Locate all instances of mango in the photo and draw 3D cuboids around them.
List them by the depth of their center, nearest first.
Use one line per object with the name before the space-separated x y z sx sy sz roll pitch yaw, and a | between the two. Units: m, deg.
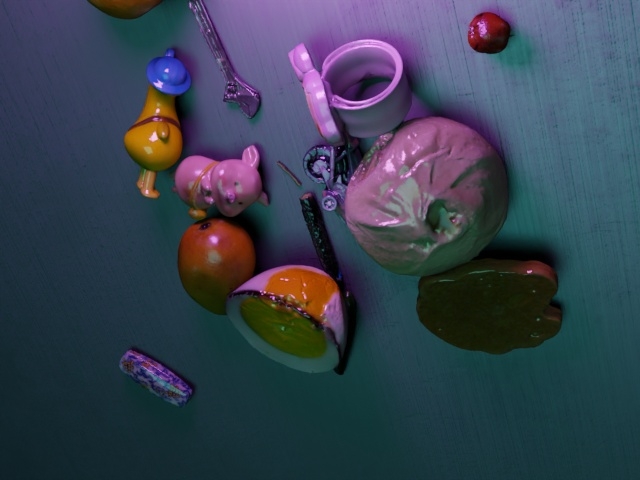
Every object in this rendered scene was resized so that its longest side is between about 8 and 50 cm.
mango | -0.274 0.073 2.029 0.212 0.173 0.317 18 134 11

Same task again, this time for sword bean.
sword bean | -0.078 -0.166 1.903 0.083 0.012 0.012 46 124 -4

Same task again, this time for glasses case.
glasses case | -0.511 0.429 2.383 0.248 0.065 0.086 31 122 6

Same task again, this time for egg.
egg | -0.056 0.179 1.969 0.337 0.201 0.337 23 143 19

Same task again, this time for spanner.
spanner | -0.233 -0.436 1.811 0.093 0.026 0.325 -15 109 28

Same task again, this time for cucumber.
cucumber | 0.000 0.000 1.944 0.044 0.043 0.256 -6 115 31
cucumber | 0.063 0.256 2.054 0.056 0.056 0.284 15 123 15

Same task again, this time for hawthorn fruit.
hawthorn fruit | 0.344 -0.418 1.547 0.093 0.093 0.093 10 121 18

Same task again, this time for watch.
watch | 0.076 -0.327 1.650 0.218 0.248 0.210 -22 143 5

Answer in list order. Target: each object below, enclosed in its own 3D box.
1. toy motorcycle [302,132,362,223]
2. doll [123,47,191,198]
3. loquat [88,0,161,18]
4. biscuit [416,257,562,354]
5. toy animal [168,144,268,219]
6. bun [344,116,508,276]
toy motorcycle | 0.095 -0.118 1.807 0.173 0.108 0.307 -33 100 24
doll | -0.404 -0.292 1.891 0.145 0.199 0.362 5 108 -29
loquat | -0.424 -0.618 1.643 0.275 0.275 0.274 10 121 18
biscuit | 0.405 0.156 1.810 0.352 0.057 0.312 -19 128 31
toy animal | -0.266 -0.137 1.922 0.248 0.149 0.165 3 134 13
bun | 0.235 -0.078 1.649 0.365 0.202 0.364 -1 113 -2
